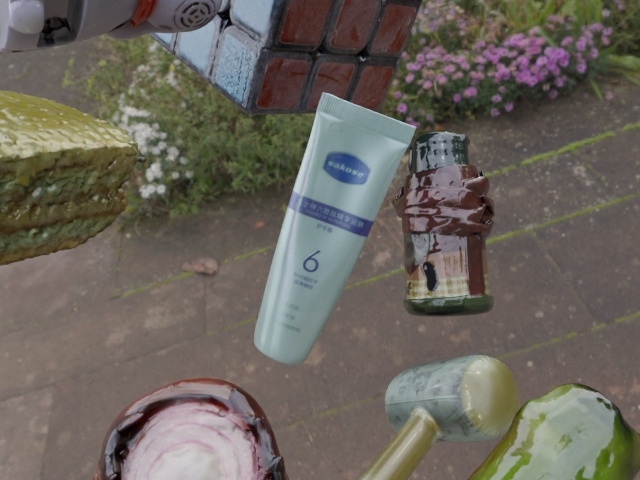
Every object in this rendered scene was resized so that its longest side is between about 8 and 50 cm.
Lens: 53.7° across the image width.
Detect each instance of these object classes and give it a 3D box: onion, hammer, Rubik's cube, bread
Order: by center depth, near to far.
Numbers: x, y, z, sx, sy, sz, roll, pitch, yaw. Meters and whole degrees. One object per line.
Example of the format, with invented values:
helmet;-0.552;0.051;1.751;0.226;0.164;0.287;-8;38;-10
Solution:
bread;-0.255;-0.053;0.486;0.138;0.102;0.196;35;29;27
hammer;0.110;0.265;0.804;0.305;0.113;0.202;-36;1;-35
Rubik's cube;-0.048;-0.390;0.974;0.303;0.305;0.301;-11;41;-46
onion;-0.209;0.410;1.011;0.341;0.341;0.341;-11;42;10

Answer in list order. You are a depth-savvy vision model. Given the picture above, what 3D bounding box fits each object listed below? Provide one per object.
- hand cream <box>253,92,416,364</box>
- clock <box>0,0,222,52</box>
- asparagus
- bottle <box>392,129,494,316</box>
hand cream;0.000;0.000;0.737;0.109;0.321;0.067;21;16;1
clock;-0.217;-0.292;0.676;0.253;0.189;0.189;-13;33;-35
asparagus;0.054;0.181;0.306;0.277;0.067;0.060;-40;51;-16
bottle;0.180;-0.025;0.940;0.156;0.143;0.272;-5;85;25
